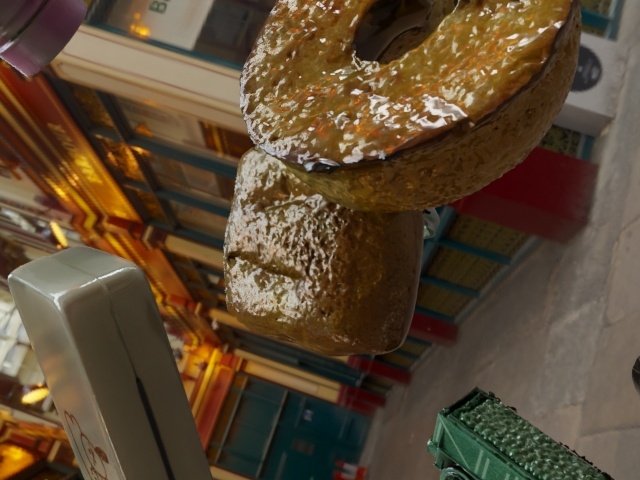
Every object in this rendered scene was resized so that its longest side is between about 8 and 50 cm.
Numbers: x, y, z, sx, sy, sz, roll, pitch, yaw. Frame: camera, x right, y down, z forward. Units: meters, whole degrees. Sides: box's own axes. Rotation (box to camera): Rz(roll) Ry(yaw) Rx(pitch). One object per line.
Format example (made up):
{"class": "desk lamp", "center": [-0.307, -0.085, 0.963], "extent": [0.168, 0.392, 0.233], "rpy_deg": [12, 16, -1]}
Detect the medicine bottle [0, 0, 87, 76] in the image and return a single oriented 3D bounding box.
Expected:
{"class": "medicine bottle", "center": [-0.659, -0.513, 1.423], "extent": [0.212, 0.325, 0.212], "rpy_deg": [-28, 41, 27]}

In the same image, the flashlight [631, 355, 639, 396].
{"class": "flashlight", "center": [0.338, 0.160, 0.580], "extent": [0.424, 0.103, 0.103], "rpy_deg": [-12, -59, -74]}

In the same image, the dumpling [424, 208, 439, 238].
{"class": "dumpling", "center": [0.139, -0.058, 1.380], "extent": [0.216, 0.149, 0.105], "rpy_deg": [26, 94, 59]}

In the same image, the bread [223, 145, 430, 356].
{"class": "bread", "center": [-0.006, 0.000, 1.054], "extent": [0.147, 0.327, 0.337], "rpy_deg": [4, -84, -45]}

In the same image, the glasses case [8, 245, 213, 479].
{"class": "glasses case", "center": [-0.160, 0.162, 0.596], "extent": [0.070, 0.131, 0.313], "rpy_deg": [-27, -66, -34]}

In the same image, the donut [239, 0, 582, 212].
{"class": "donut", "center": [0.090, -0.207, 0.888], "extent": [0.377, 0.435, 0.163], "rpy_deg": [-36, -43, 2]}

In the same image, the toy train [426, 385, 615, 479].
{"class": "toy train", "center": [0.271, 0.332, 1.003], "extent": [0.115, 0.269, 0.155], "rpy_deg": [-15, -54, -41]}
